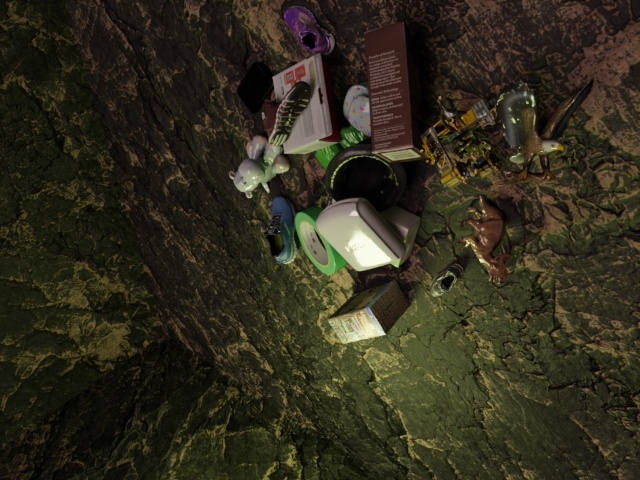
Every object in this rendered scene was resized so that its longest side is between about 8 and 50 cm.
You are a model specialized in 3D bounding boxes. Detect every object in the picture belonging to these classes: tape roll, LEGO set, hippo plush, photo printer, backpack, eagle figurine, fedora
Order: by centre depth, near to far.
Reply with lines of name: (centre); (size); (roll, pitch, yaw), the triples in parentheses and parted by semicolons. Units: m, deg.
eagle figurine: (0.628, -0.308, 1.301); (0.225, 0.226, 0.299); (19, 120, 47)
LEGO set: (0.475, -0.307, 1.392); (0.192, 0.331, 0.255); (-35, 71, 47)
backpack: (0.173, -0.478, 1.653); (0.188, 0.144, 0.166); (37, 137, 19)
fedora: (0.175, -0.257, 1.711); (0.333, 0.153, 0.334); (9, 142, 7)
photo printer: (0.145, -0.028, 1.766); (0.307, 0.107, 0.256); (46, 142, -21)
tape roll: (0.000, 0.000, 2.098); (0.321, 0.077, 0.321); (47, 155, 30)
hippo plush: (-0.318, -0.341, 2.118); (0.234, 0.236, 0.294); (53, 138, 0)

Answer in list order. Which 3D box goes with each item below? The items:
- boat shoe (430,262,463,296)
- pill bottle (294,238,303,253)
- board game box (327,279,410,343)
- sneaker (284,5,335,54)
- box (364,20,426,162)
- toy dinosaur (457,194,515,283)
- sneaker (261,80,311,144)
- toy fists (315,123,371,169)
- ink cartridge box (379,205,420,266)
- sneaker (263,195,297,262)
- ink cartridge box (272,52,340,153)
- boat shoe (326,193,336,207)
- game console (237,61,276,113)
boat shoe: (0.498, 0.171, 1.850); (0.075, 0.065, 0.206); (42, 137, 12)
pill bottle: (-0.144, 0.048, 2.308); (0.067, 0.120, 0.067); (23, 130, 31)
board game box: (0.219, 0.329, 2.084); (0.291, 0.232, 0.141); (-27, 97, 47)
sneaker: (-0.057, -0.776, 1.691); (0.236, 0.104, 0.095); (46, 139, 10)
box: (0.241, -0.455, 1.447); (0.143, 0.191, 0.382); (-3, 88, 26)
toy dinosaur: (0.597, -0.017, 1.602); (0.200, 0.127, 0.296); (12, 112, 28)
sneaker: (-0.152, -0.509, 1.710); (0.281, 0.106, 0.163); (-52, 59, 37)
toy fists: (0.094, -0.376, 1.832); (0.279, 0.096, 0.142); (-22, 114, 46)
ink cartridge box: (0.218, -0.067, 1.904); (0.353, 0.119, 0.207); (29, 134, 26)
sneaker: (-0.193, -0.059, 2.191); (0.129, 0.147, 0.331); (-12, 76, 28)
ink cartridge box: (-0.032, -0.514, 1.753); (0.271, 0.130, 0.310); (-7, 92, 45)
boat shoe: (0.058, -0.172, 2.011); (0.070, 0.077, 0.220); (28, 134, 24)
game console: (-0.217, -0.585, 2.010); (0.361, 0.044, 0.213); (53, 139, 0)
